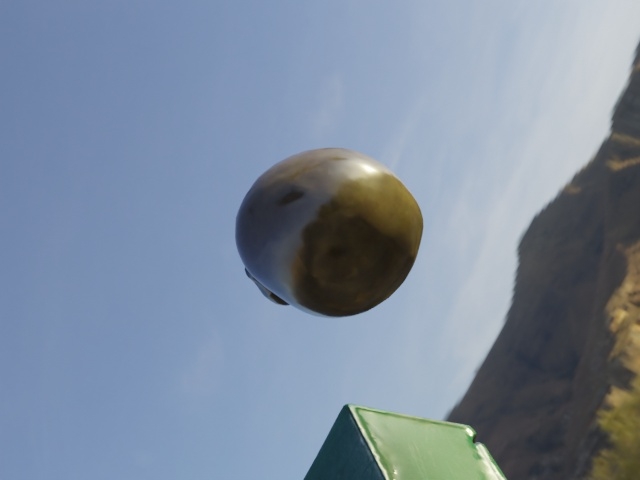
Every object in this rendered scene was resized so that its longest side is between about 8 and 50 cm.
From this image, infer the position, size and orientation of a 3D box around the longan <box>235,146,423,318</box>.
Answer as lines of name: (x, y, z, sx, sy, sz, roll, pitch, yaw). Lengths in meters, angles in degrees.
longan: (0.000, 0.000, 0.585, 0.119, 0.106, 0.106, -41, -4, 39)

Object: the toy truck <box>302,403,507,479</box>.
toy truck: (0.039, 0.131, 0.312, 0.065, 0.147, 0.079, 16, -65, -28)
